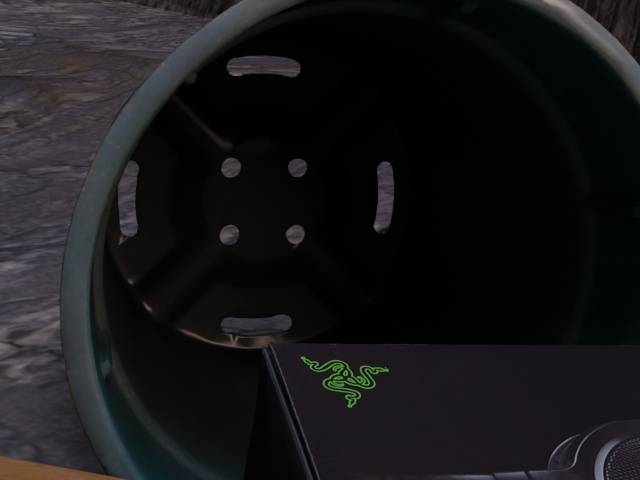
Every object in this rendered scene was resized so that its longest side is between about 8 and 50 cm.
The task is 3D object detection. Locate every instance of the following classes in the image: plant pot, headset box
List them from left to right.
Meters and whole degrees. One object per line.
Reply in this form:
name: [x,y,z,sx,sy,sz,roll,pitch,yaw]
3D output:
plant pot: [0.000,0.000,0.768,0.341,0.341,0.334,4,10,-16]
headset box: [0.107,0.160,0.515,0.283,0.131,0.246,2,28,-15]

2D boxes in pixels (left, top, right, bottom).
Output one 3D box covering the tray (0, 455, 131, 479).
tray: [-0.173,0.146,0.372,0.411,0.076,0.203,4,26,31]
